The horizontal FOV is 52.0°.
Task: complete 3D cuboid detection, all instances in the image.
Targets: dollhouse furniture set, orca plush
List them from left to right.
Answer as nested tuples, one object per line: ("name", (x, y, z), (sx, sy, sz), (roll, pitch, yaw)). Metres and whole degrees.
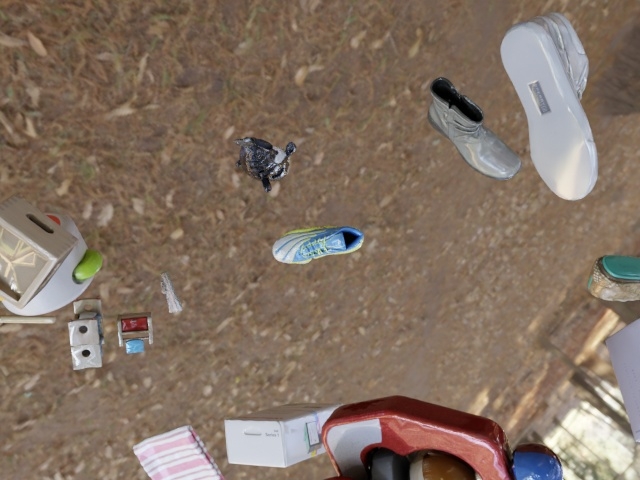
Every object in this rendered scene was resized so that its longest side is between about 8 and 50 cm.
("dollhouse furniture set", (-0.506, 0.217, 1.601), (0.183, 0.129, 0.129), (-4, 110, -14))
("orca plush", (-0.117, -0.168, 1.530), (0.151, 0.102, 0.287), (-15, 175, -7))

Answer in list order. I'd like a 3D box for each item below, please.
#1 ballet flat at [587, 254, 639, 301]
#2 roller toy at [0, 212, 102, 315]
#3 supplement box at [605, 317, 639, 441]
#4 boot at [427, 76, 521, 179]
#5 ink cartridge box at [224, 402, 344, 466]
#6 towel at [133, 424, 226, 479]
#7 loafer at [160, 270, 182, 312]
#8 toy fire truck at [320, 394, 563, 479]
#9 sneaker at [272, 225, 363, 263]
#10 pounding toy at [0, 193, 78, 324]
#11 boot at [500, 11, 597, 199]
("ballet flat", (0.468, 0.059, 0.922), (0.206, 0.073, 0.067), (8, 138, -8))
("roller toy", (-0.566, 0.041, 1.307), (0.209, 0.191, 0.146), (-35, 130, -26))
("supplement box", (0.476, 0.166, 0.774), (0.239, 0.130, 0.073), (4, 149, -14))
("boot", (0.315, -0.224, 1.352), (0.083, 0.246, 0.161), (-49, 171, -1))
("ink cartridge box", (-0.088, 0.513, 1.754), (0.278, 0.201, 0.117), (4, 78, -54))
("towel", (-0.263, 0.458, 1.274), (0.144, 0.197, 0.029), (-26, -171, 21))
("loafer", (-0.420, 0.145, 1.813), (0.039, 0.045, 0.125), (-20, 113, -5))
("toy fire truck", (0.137, 0.292, 0.669), (0.253, 0.302, 0.169), (-18, -170, 27))
("sneaker", (0.000, 0.000, 1.666), (0.240, 0.091, 0.126), (-13, 175, -13))
("pounding toy", (-0.504, 0.060, 1.111), (0.206, 0.181, 0.094), (-47, -168, 21))
("boot", (0.349, -0.196, 0.928), (0.123, 0.095, 0.258), (-32, 106, -35))
